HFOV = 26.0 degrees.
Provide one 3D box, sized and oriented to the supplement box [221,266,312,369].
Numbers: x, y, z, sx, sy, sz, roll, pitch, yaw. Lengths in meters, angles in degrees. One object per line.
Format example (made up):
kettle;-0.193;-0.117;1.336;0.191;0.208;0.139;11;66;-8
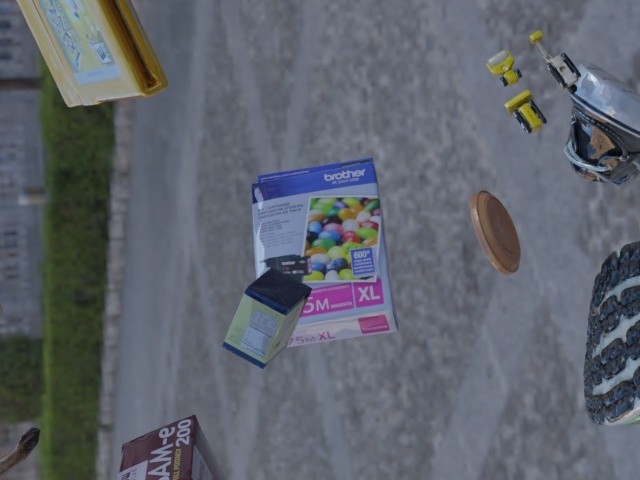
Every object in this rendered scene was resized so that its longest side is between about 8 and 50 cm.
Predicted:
supplement box;-0.061;0.089;1.592;0.083;0.056;0.083;-66;-11;23

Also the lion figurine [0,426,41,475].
lion figurine;-0.331;0.373;1.214;0.240;0.142;0.392;-40;32;36

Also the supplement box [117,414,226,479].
supplement box;-0.083;0.274;1.099;0.130;0.073;0.239;-103;-11;-74

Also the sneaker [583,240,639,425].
sneaker;0.350;0.067;1.083;0.410;0.182;0.158;137;146;-60

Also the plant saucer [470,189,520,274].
plant saucer;0.166;-0.009;1.292;0.083;0.013;0.083;44;-146;-40

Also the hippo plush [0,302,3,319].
hippo plush;-0.464;-0.004;1.351;0.234;0.294;0.236;-85;-2;-59

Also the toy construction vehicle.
toy construction vehicle;0.233;-0.171;1.504;0.098;0.086;0.035;56;-179;20

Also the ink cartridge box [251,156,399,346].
ink cartridge box;0.000;0.000;1.947;0.065;0.186;0.311;74;-171;-51

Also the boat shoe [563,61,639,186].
boat shoe;0.355;-0.119;1.662;0.121;0.119;0.335;41;-170;24

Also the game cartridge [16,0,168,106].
game cartridge;-0.360;-0.333;2.013;0.324;0.053;0.285;2;120;59
